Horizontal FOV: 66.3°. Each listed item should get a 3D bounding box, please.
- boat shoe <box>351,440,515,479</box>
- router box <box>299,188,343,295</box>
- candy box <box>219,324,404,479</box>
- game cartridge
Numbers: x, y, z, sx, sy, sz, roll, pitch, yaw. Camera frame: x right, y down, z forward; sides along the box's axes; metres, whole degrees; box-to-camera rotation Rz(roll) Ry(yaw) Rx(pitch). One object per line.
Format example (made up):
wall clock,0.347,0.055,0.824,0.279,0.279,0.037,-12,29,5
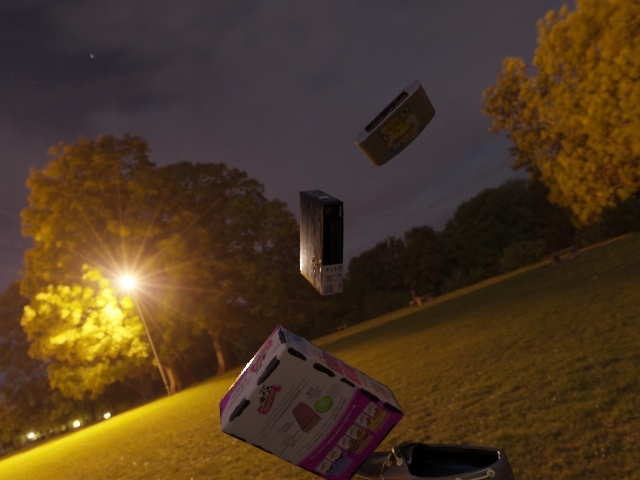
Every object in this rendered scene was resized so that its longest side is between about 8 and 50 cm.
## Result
boat shoe,0.168,0.386,0.823,0.305,0.091,0.109,-8,10,30
router box,0.000,0.000,0.951,0.046,0.179,0.133,-6,18,-20
candy box,-0.012,0.254,0.742,0.159,0.233,0.071,-52,23,7
game cartridge,0.076,-0.113,0.488,0.083,0.017,0.056,-43,-33,9
